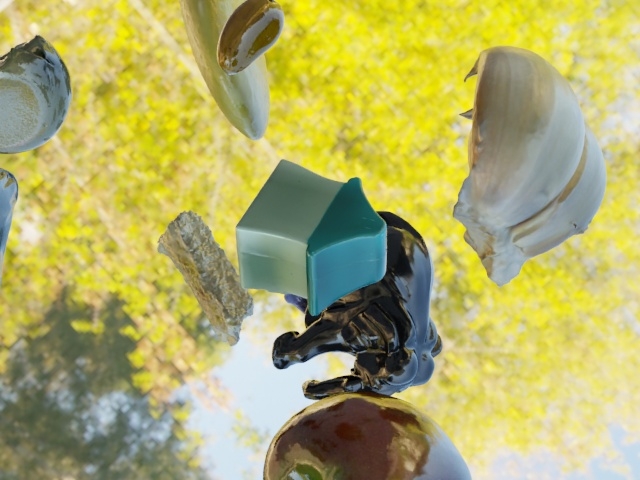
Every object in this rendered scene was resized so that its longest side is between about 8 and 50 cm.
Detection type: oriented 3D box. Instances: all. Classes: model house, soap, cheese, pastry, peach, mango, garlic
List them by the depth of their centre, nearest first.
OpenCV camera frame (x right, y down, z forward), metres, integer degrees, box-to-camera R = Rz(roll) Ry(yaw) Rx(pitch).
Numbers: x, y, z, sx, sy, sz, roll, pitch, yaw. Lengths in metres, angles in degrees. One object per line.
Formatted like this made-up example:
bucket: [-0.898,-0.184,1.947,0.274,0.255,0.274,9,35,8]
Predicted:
model house: [0.000,0.000,1.252,0.100,0.149,0.127,86,27,-46]
peach: [0.061,0.298,1.383,0.252,0.252,0.252,-40,-169,9]
mango: [-0.092,-0.263,1.510,0.114,0.060,0.080,-51,166,-7]
garlic: [0.272,-0.124,1.620,0.249,0.286,0.313,-25,-144,41]
cheese: [-0.436,-0.211,1.666,0.202,0.175,0.091,-32,-142,32]
soap: [-0.169,-0.374,1.994,0.115,0.427,0.306,-14,158,1]
pastry: [-0.199,0.065,2.110,0.089,0.258,0.121,-31,164,-22]

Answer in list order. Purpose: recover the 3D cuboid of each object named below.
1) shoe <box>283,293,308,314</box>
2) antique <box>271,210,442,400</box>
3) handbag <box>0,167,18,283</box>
shoe: [0.033,0.123,2.256,0.095,0.245,0.137,-45,-171,42]
antique: [0.069,0.107,1.925,0.255,0.322,0.185,3,171,31]
handbag: [-0.603,0.002,1.990,0.075,0.192,0.332,-2,-107,31]
